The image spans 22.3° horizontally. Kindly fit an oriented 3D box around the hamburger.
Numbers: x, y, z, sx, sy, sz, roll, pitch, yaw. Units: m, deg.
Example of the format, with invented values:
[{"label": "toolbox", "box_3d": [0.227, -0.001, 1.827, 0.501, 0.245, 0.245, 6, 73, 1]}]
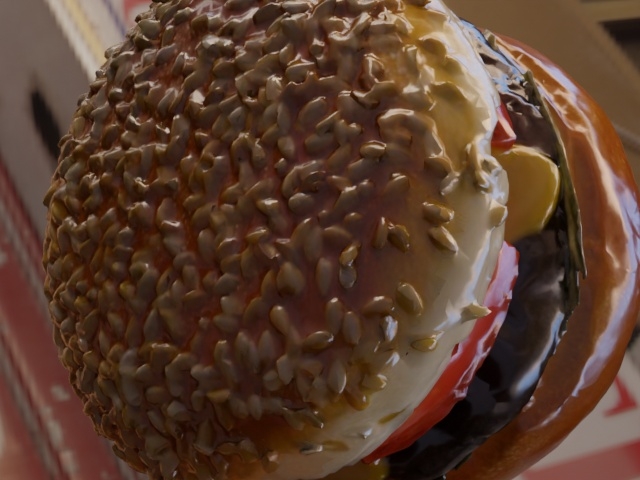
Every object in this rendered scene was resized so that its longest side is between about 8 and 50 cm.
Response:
[{"label": "hamburger", "box_3d": [0.000, 0.000, 0.942, 0.330, 0.250, 0.329, -10, -107, 34]}]
